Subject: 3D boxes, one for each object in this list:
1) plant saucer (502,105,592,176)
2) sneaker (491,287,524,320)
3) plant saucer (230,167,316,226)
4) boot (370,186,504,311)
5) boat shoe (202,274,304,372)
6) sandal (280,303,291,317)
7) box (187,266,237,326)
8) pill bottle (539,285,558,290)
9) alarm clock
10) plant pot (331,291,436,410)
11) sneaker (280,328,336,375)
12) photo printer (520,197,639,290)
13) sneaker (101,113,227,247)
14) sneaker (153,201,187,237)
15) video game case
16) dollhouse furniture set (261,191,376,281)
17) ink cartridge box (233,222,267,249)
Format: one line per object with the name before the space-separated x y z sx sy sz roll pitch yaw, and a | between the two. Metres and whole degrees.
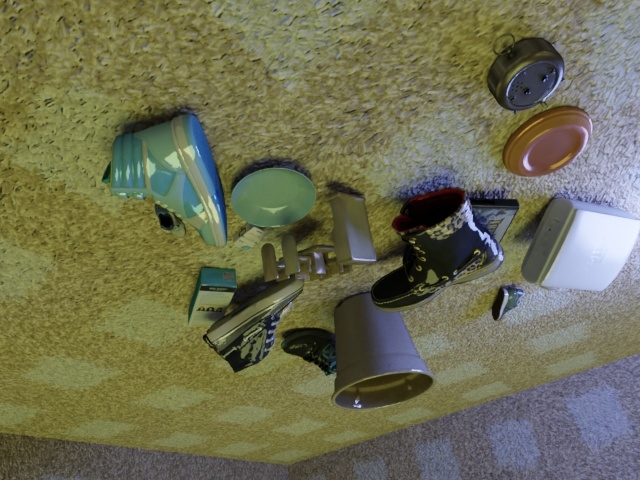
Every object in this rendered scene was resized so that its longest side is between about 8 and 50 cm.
plant saucer | 0.528 -0.216 1.017 0.199 0.037 0.200 -7 142 -5
sneaker | 0.699 0.238 1.630 0.086 0.064 0.192 -6 140 3
plant saucer | -0.108 -0.106 1.007 0.194 0.038 0.195 -7 143 -6
boot | 0.257 0.033 1.135 0.377 0.138 0.284 -24 136 21
boat shoe | -0.164 0.246 1.296 0.340 0.127 0.158 -32 101 6
sandal | -0.207 0.236 1.391 0.265 0.102 0.076 -40 134 21
box | -0.324 0.174 1.301 0.100 0.060 0.244 7 140 -23
pill bottle | 0.775 0.090 1.438 0.087 0.087 0.160 -7 144 -5
alarm clock | 0.380 -0.319 0.830 0.192 0.064 0.129 29 128 -36
plant pot | 0.174 0.354 1.456 0.333 0.306 0.334 -7 143 -5
sneaker | 0.013 0.426 1.650 0.340 0.140 0.125 14 139 -27
photo printer | 0.757 0.020 1.260 0.307 0.107 0.256 7 112 -22
sneaker | -0.313 -0.098 0.899 0.207 0.127 0.319 -11 134 -3
sneaker | -0.350 -0.041 1.015 0.052 0.058 0.135 -12 144 2
video game case | 0.374 -0.012 1.215 0.247 0.035 0.275 2 141 -1
dollhouse furniture set | 0.000 0.000 1.090 0.241 0.161 0.212 -20 164 38
ink cartridge box | -0.178 -0.015 1.116 0.083 0.028 0.048 -35 137 30
